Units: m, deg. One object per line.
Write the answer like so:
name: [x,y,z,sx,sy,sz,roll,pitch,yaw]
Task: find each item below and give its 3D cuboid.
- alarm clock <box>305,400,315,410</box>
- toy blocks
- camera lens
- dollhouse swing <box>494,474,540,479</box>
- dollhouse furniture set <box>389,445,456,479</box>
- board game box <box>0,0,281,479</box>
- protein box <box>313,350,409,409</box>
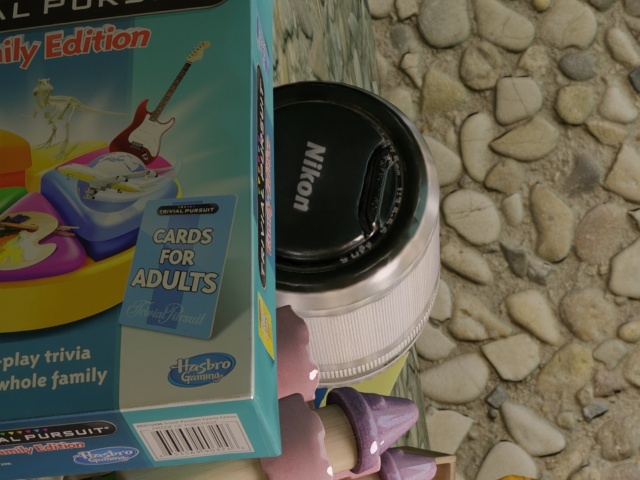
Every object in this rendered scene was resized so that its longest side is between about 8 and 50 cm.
alarm clock: [-0.072,0.182,1.620,0.192,0.129,0.064,-74,155,-63]
toy blocks: [-0.040,0.167,1.154,0.309,0.260,0.289,-138,-142,-55]
camera lens: [0.000,0.000,1.521,0.274,0.219,0.219,79,6,-66]
dollhouse swing: [0.171,0.521,2.191,0.347,0.304,0.315,71,14,-48]
dollhouse furniture set: [-0.023,0.358,1.717,0.303,0.198,0.286,6,85,-57]
board game box: [-0.156,-0.029,0.982,0.079,0.253,0.336,73,13,-57]
protein box: [0.006,0.107,1.879,0.201,0.136,0.200,-86,-166,-49]
